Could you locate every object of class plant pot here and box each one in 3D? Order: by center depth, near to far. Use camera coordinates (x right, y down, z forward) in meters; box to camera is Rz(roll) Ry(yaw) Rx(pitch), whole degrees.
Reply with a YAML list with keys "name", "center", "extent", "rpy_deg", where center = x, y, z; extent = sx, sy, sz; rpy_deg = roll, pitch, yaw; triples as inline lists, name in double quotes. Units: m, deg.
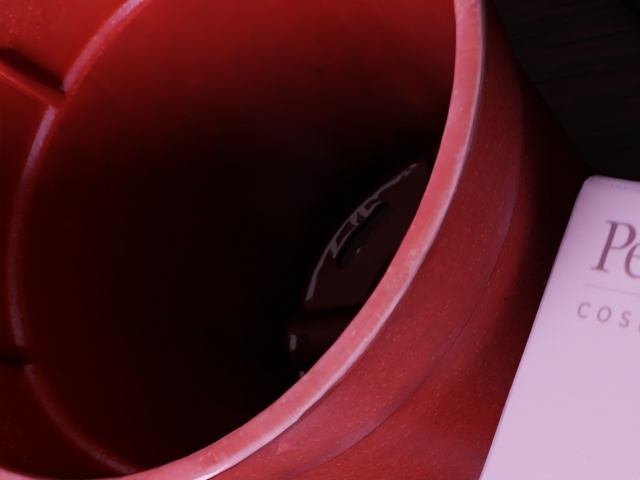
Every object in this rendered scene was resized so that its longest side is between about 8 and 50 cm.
- name: "plant pot"
  center: [0.000, 0.000, 0.560]
  extent: [0.272, 0.265, 0.272]
  rpy_deg: [-13, 65, 28]

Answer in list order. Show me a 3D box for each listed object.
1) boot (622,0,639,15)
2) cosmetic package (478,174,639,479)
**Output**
- name: "boot"
  center: [0.182, -0.224, 0.645]
  extent: [0.263, 0.091, 0.229]
  rpy_deg: [-45, 48, 4]
- name: "cosmetic package"
  center: [0.138, 0.226, 0.402]
  extent: [0.230, 0.161, 0.453]
  rpy_deg: [12, 80, 51]
